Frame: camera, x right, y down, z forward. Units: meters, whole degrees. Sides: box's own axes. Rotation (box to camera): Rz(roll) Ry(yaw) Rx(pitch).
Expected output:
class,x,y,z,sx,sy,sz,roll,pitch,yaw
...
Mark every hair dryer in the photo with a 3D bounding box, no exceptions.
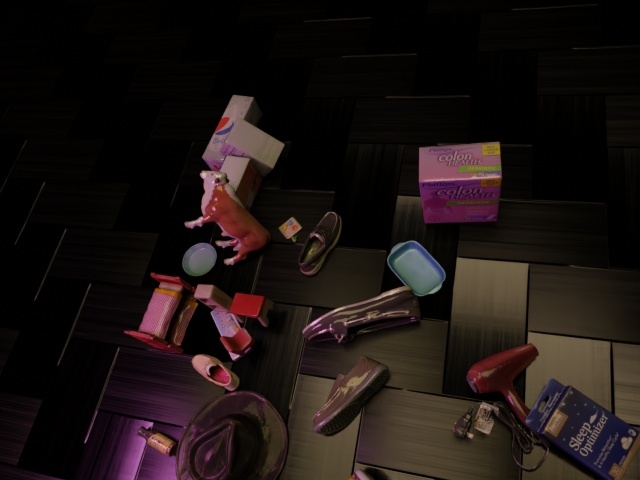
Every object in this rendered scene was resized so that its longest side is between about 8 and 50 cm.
class,x,y,z,sx,sy,sz,roll,pitch,yaw
hair dryer,0.469,0.389,1.315,0.224,0.080,0.293,21,76,7

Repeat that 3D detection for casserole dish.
class,x,y,z,sx,sy,sz,roll,pitch,yaw
casserole dish,0.278,0.085,1.531,0.114,0.037,0.188,-36,61,-5

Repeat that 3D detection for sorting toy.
class,x,y,z,sx,sy,sz,roll,pitch,yaw
sorting toy,-0.091,-0.033,1.707,0.062,0.012,0.083,-37,60,-6

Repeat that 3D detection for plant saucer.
class,x,y,z,sx,sy,sz,roll,pitch,yaw
plant saucer,-0.393,0.066,1.735,0.120,0.021,0.119,-6,61,12

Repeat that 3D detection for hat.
class,x,y,z,sx,sy,sz,roll,pitch,yaw
hat,-0.258,0.546,1.387,0.332,0.134,0.331,-7,62,13

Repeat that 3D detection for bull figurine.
class,x,y,z,sx,sy,sz,roll,pitch,yaw
bull figurine,-0.294,-0.069,1.637,0.189,0.310,0.101,-34,25,13

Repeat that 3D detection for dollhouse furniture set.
class,x,y,z,sx,sy,sz,roll,pitch,yaw
dollhouse furniture set,-0.349,0.226,1.534,0.375,0.152,0.201,4,64,27

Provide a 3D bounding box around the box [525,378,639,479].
class,x,y,z,sx,sy,sz,roll,pitch,yaw
box,0.612,0.439,1.230,0.225,0.036,0.136,34,76,16

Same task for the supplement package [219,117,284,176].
class,x,y,z,sx,sy,sz,roll,pitch,yaw
supplement package,-0.233,-0.313,1.790,0.179,0.105,0.105,29,70,-15

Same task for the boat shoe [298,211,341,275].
class,x,y,z,sx,sy,sz,roll,pitch,yaw
boat shoe,-0.001,0.000,1.630,0.080,0.073,0.223,20,71,24

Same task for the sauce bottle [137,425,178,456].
class,x,y,z,sx,sy,sz,roll,pitch,yaw
sauce bottle,-0.461,0.562,1.487,0.128,0.042,0.042,16,69,24

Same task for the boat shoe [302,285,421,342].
class,x,y,z,sx,sy,sz,roll,pitch,yaw
boat shoe,0.115,0.226,1.457,0.336,0.112,0.095,-23,63,5

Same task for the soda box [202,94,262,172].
class,x,y,z,sx,sy,sz,roll,pitch,yaw
soda box,-0.314,-0.382,1.902,0.091,0.098,0.286,12,68,21

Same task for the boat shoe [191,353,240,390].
class,x,y,z,sx,sy,sz,roll,pitch,yaw
boat shoe,-0.309,0.374,1.531,0.170,0.059,0.063,22,71,24

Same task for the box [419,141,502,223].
class,x,y,z,sx,sy,sz,roll,pitch,yaw
box,0.396,-0.156,1.503,0.214,0.243,0.117,-1,63,14

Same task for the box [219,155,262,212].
class,x,y,z,sx,sy,sz,roll,pitch,yaw
box,-0.281,-0.175,1.766,0.091,0.130,0.170,10,67,21

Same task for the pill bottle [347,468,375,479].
class,x,y,z,sx,sy,sz,roll,pitch,yaw
pill bottle,0.065,0.660,1.245,0.117,0.117,0.215,37,77,28

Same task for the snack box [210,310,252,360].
class,x,y,z,sx,sy,sz,roll,pitch,yaw
snack box,-0.269,0.272,1.593,0.064,0.022,0.178,-33,60,0

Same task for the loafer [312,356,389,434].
class,x,y,z,sx,sy,sz,roll,pitch,yaw
loafer,0.070,0.407,1.400,0.251,0.094,0.087,-41,49,-12
